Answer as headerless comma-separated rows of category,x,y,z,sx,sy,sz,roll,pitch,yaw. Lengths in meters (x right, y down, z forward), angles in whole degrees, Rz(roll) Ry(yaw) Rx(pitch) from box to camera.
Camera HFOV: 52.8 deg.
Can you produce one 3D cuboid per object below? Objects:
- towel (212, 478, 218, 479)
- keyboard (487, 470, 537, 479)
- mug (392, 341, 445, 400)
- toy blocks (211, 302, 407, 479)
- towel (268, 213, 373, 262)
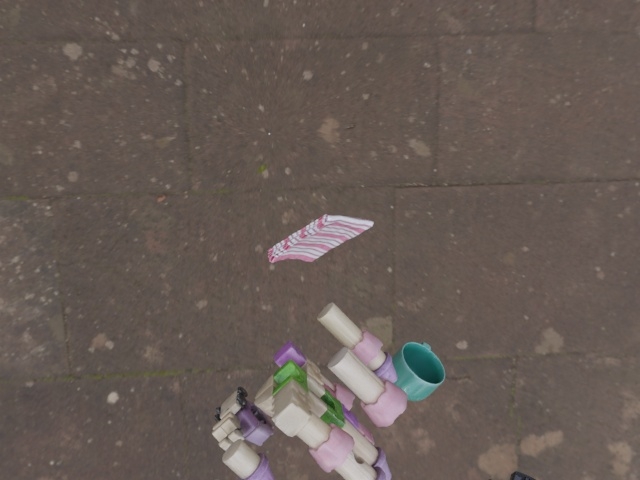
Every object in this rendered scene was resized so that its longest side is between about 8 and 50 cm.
towel,-0.402,0.769,1.665,0.248,0.325,0.038,-33,95,12
keyboard,0.490,0.749,1.694,0.201,0.317,0.033,18,136,17
mug,0.237,0.331,1.605,0.129,0.158,0.097,54,125,28
toy blocks,0.016,0.318,1.073,0.309,0.288,0.260,-43,102,5
towel,0.000,0.000,1.345,0.197,0.144,0.029,-31,68,38
